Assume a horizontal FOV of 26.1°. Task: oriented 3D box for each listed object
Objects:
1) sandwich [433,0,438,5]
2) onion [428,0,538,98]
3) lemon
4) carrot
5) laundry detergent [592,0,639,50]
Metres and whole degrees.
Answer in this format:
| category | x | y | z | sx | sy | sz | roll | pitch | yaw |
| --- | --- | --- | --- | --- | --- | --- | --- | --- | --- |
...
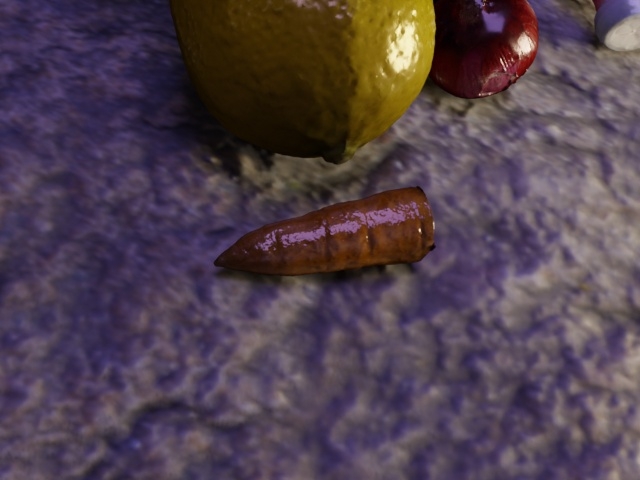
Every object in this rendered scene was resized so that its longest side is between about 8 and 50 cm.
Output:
| category | x | y | z | sx | sy | sz | roll | pitch | yaw |
| --- | --- | --- | --- | --- | --- | --- | --- | --- | --- |
| sandwich | 0.099 | -0.274 | 1.551 | 0.069 | 0.026 | 0.101 | 20 | 44 | 7 |
| onion | 0.167 | -0.213 | 1.449 | 0.131 | 0.131 | 0.131 | 8 | 48 | -9 |
| lemon | -0.021 | -0.223 | 1.311 | 0.245 | 0.245 | 0.320 | -10 | 74 | -24 |
| carrot | 0.000 | 0.000 | 1.258 | 0.205 | 0.072 | 0.072 | -10 | 53 | -16 |
| laundry detergent | 0.324 | -0.378 | 1.629 | 0.087 | 0.159 | 0.335 | 9 | 58 | -33 |
